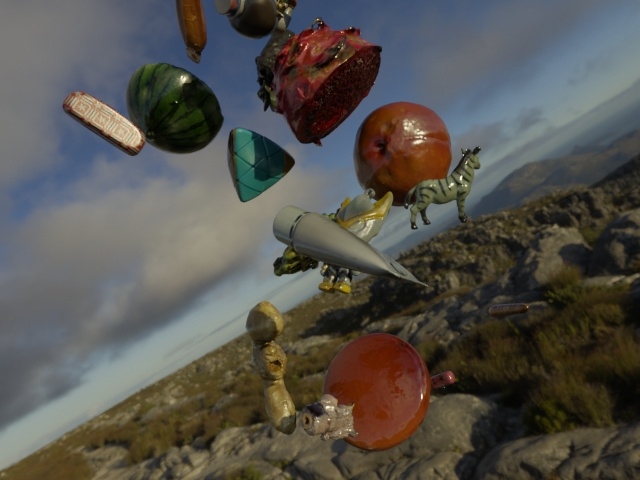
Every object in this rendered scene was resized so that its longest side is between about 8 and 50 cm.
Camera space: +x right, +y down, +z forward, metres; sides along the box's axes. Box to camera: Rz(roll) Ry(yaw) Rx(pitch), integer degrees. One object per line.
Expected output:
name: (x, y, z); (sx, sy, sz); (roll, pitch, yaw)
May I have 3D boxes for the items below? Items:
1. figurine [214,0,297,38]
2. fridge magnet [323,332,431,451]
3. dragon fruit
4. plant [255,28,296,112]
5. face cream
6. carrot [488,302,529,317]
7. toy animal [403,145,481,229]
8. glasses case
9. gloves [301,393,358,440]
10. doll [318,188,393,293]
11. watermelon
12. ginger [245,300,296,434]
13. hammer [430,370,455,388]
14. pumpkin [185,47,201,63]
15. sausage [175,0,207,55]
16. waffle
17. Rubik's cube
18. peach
figurine: (-0.177, -0.647, 1.265); (0.160, 0.158, 0.275); (0, 26, 19)
fridge magnet: (0.175, 0.474, 1.448); (0.363, 0.364, 0.155); (-32, -42, 12)
dragon fruit: (-0.002, -0.495, 1.392); (0.386, 0.249, 0.371); (-33, -14, -52)
plant: (-0.168, -0.674, 1.842); (0.312, 0.213, 0.215); (-53, 14, 10)
face cream: (0.043, 0.013, 0.850); (0.143, 0.314, 0.089); (23, -91, -55)
carrot: (0.596, 0.220, 1.443); (0.043, 0.043, 0.248); (-30, -8, -8)
toy animal: (0.305, -0.126, 1.112); (0.216, 0.176, 0.073); (-12, 11, -5)
glasses case: (-0.514, -0.281, 1.096); (0.073, 0.194, 0.049); (-61, 18, -17)
gloves: (0.019, 0.446, 1.134); (0.144, 0.094, 0.110); (14, 3, -17)
doll: (0.078, -0.007, 1.174); (0.145, 0.103, 0.317); (-30, 36, 60)
watermelon: (-0.492, -0.397, 1.505); (0.330, 0.330, 0.190); (-37, 35, 60)
ginger: (-0.161, 0.331, 1.345); (0.122, 0.364, 0.348); (-20, 12, -16)
hammer: (0.379, 0.436, 1.419); (0.083, 0.043, 0.043); (-33, -5, 32)
pumpkin: (-0.405, -0.601, 1.463); (0.028, 0.050, 0.083); (-63, 14, -10)
sausage: (-0.258, -0.460, 0.896); (0.054, 0.183, 0.062); (-14, 35, -18)
waffle: (0.000, 0.000, 1.390); (0.297, 0.073, 0.317); (-47, -15, 30)
Rubik's cube: (-0.201, -0.235, 1.529); (0.254, 0.255, 0.254); (-31, -4, -2)
peach: (0.264, -0.282, 1.509); (0.342, 0.343, 0.301); (-32, -17, 20)
